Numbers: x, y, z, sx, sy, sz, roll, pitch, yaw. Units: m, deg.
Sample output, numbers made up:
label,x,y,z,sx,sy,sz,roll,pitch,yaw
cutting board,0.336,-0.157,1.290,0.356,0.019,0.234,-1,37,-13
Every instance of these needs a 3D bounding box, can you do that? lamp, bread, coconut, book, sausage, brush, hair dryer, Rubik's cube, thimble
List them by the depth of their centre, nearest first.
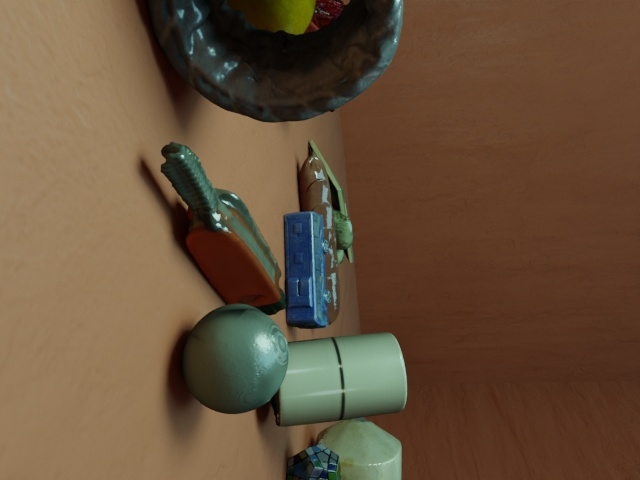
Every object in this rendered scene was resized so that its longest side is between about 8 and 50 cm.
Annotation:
label,x,y,z,sx,sy,sz,roll,pitch,yaw
lamp,-0.082,0.114,0.478,0.105,0.105,0.105,-3,90,-82
thimble,-0.035,-0.244,0.481,0.172,0.237,0.205,-81,157,-47
brush,-0.099,0.014,0.538,0.323,0.070,0.051,70,17,-55
hair dryer,0.005,0.232,0.884,0.362,0.203,0.128,140,-54,-78
Rubik's cube,-0.011,0.428,0.890,0.111,0.111,0.093,-70,-177,-71
coconut,0.077,0.505,1.087,0.241,0.241,0.241,-3,90,-82
sausage,-0.001,-0.001,1.197,0.088,0.088,0.432,-53,139,-78
bread,0.023,-0.028,1.320,0.232,0.064,0.172,115,-40,-64
book,0.034,-0.108,1.428,0.322,0.018,0.228,76,-10,-52

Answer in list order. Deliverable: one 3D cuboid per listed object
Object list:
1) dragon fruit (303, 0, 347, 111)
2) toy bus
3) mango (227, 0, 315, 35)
label,x,y,z,sx,sy,sz,roll,pitch,yaw
dragon fruit,-0.033,-0.370,0.969,0.317,0.152,0.205,-106,-156,-54
toy bus,-0.033,0.060,0.991,0.094,0.079,0.236,20,66,-64
mango,-0.075,-0.370,0.578,0.261,0.167,0.130,84,22,-45
